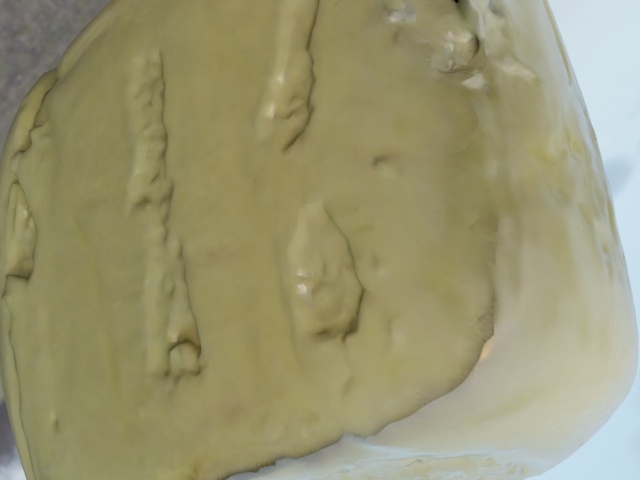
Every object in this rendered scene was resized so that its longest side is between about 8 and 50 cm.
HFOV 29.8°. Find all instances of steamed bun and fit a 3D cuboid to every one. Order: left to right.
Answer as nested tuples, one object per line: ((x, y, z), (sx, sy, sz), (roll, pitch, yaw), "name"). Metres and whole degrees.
((0.000, 0.000, 0.478), (0.273, 0.232, 0.166), (-27, 154, 32), "steamed bun")
